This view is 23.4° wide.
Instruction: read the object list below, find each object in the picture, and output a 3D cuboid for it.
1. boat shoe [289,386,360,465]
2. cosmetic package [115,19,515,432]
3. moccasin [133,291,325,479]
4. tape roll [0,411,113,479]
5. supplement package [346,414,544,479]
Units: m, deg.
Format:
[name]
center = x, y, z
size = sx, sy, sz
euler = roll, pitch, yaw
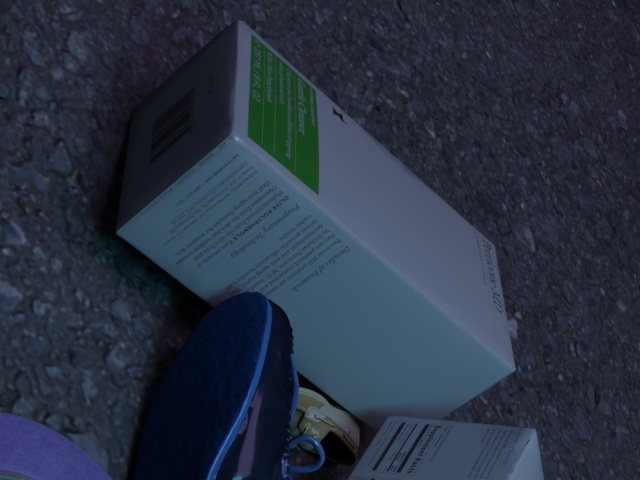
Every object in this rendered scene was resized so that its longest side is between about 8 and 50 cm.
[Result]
[boat shoe]
center = -0.010, 0.169, 1.404
size = 0.135, 0.050, 0.045
euler = 25, 45, -39
[cosmetic package]
center = 0.000, 0.000, 1.414
size = 0.365, 0.155, 0.197
euler = 38, 28, -28
[moccasin]
center = -0.083, 0.211, 1.252
size = 0.117, 0.137, 0.342
euler = 37, 58, -36
[tape roll]
center = -0.235, 0.259, 1.051
size = 0.274, 0.090, 0.275
euler = 29, 48, -37
[supplement package]
center = 0.090, 0.307, 1.299
size = 0.262, 0.145, 0.204
euler = -49, 134, -51
